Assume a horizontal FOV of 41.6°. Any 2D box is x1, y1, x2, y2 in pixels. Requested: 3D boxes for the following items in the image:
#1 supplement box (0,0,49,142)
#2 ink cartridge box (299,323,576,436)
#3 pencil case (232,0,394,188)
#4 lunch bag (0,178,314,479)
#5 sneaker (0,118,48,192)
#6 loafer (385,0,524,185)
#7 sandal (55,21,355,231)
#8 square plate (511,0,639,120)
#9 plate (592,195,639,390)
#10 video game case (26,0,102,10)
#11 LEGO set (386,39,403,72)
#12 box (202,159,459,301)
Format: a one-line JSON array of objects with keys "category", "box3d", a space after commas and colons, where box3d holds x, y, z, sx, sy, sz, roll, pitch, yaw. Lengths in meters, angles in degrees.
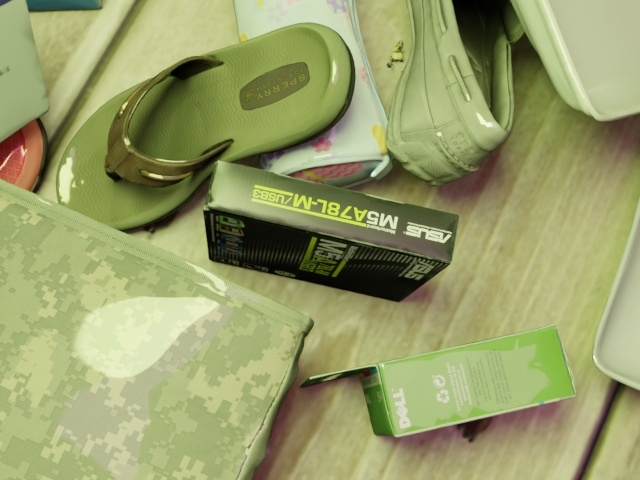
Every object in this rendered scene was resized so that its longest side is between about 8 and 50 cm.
[{"category": "supplement box", "box3d": [-0.347, -0.144, 0.668, 0.220, 0.114, 0.111, 14, 39, 19]}, {"category": "ink cartridge box", "box3d": [0.093, 0.126, 0.714, 0.209, 0.109, 0.062, -11, 79, -8]}, {"category": "pencil case", "box3d": [-0.012, -0.178, 0.761, 0.124, 0.113, 0.273, -8, 80, -4]}, {"category": "lunch bag", "box3d": [-0.170, 0.115, 0.649, 0.287, 0.169, 0.235, 23, 78, 11]}, {"category": "sneaker", "box3d": [-0.363, -0.015, 0.682, 0.313, 0.136, 0.116, -36, 85, -12]}, {"category": "loafer", "box3d": [0.136, -0.196, 0.749, 0.112, 0.111, 0.320, 28, 57, -34]}, {"category": "sandal", "box3d": [-0.115, -0.100, 0.696, 0.302, 0.086, 0.120, -24, 80, 27]}, {"category": "square plate", "box3d": [0.241, -0.267, 0.764, 0.344, 0.049, 0.347, -14, 79, -45]}, {"category": "plate", "box3d": [0.400, 0.053, 0.775, 0.278, 0.045, 0.277, 25, 68, 0]}, {"category": "video game case", "box3d": [-0.348, -0.336, 0.786, 0.269, 0.061, 0.244, -4, 78, -6]}, {"category": "LEGO set", "box3d": [0.106, -0.167, 0.816, 0.083, 0.023, 0.054, 9, 78, -4]}, {"category": "box", "box3d": [0.000, 0.000, 0.688, 0.184, 0.191, 0.045, 15, 76, -3]}]
